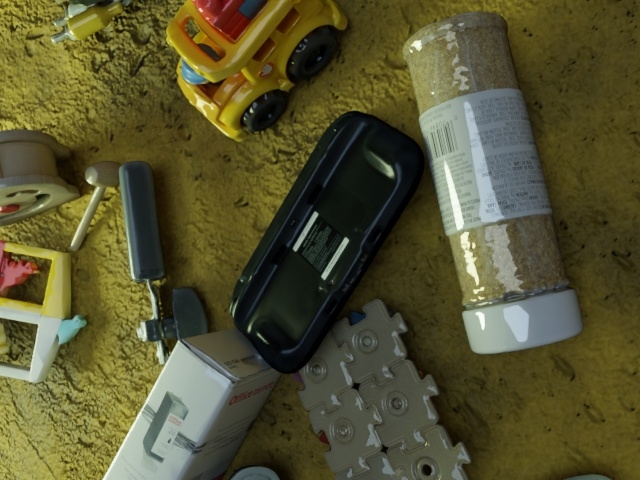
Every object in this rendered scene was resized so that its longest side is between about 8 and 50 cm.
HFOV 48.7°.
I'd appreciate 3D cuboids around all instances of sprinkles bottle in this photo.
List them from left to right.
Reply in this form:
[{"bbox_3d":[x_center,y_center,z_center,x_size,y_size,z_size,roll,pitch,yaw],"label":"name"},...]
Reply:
[{"bbox_3d":[0.184,-0.061,0.771,0.121,0.121,0.355,-14,84,20],"label":"sprinkles bottle"}]

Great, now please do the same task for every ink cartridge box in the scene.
[{"bbox_3d":[-0.152,0.224,0.874,0.092,0.158,0.218,34,100,17],"label":"ink cartridge box"}]

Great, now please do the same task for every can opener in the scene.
[{"bbox_3d":[-0.219,0.031,0.961,0.093,0.074,0.280,-11,86,-14],"label":"can opener"}]

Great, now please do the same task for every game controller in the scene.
[{"bbox_3d":[0.000,0.000,0.850,0.166,0.067,0.319,40,104,39],"label":"game controller"}]

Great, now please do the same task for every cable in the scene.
[{"bbox_3d":[-0.254,-0.366,0.995,0.287,0.072,0.139,-9,69,8],"label":"cable"}]

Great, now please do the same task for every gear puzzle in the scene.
[{"bbox_3d":[0.090,0.246,0.822,0.175,0.044,0.339,-34,68,25],"label":"gear puzzle"}]

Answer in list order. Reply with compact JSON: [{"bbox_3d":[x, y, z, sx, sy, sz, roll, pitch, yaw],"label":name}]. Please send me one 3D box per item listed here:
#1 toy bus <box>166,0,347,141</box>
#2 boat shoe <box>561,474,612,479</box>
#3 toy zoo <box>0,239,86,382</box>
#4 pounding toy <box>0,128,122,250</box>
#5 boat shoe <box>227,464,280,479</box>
[{"bbox_3d":[-0.104,-0.242,0.838,0.149,0.211,0.220,47,106,14],"label":"toy bus"},{"bbox_3d":[0.241,0.339,0.774,0.228,0.068,0.081,-42,40,13],"label":"boat shoe"},{"bbox_3d":[-0.484,0.093,1.034,0.293,0.030,0.192,9,86,5],"label":"toy zoo"},{"bbox_3d":[-0.416,-0.055,0.982,0.269,0.154,0.155,-17,83,20],"label":"pounding toy"},{"bbox_3d":[-0.116,0.422,0.888,0.114,0.091,0.302,14,88,-23],"label":"boat shoe"}]
